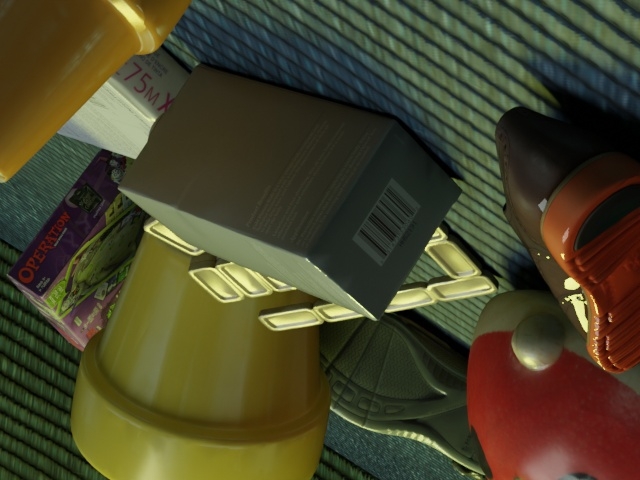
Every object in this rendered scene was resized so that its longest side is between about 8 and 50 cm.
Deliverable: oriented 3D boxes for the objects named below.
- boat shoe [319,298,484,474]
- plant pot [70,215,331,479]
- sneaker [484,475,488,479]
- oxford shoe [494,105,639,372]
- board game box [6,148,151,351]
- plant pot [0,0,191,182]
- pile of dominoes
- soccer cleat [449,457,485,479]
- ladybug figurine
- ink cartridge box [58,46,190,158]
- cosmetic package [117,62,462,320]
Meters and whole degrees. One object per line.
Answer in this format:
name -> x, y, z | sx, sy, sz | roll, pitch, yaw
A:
boat shoe -> 0.097, 0.149, 1.909 | 0.320, 0.118, 0.103 | 26, -172, -8
plant pot -> -0.101, 0.095, 1.738 | 0.254, 0.239, 0.254 | 11, -155, -5
sneaker -> 0.310, 0.298, 1.955 | 0.281, 0.162, 0.106 | 49, 157, 34
oxford shoe -> 0.175, -0.001, 1.119 | 0.098, 0.097, 0.271 | 48, 175, 31
board game box -> -0.208, 0.000, 1.813 | 0.056, 0.208, 0.347 | 30, 169, 8
plant pot -> -0.217, -0.151, 1.200 | 0.205, 0.188, 0.205 | 30, 169, 6
pile of dominoes -> 0.000, 0.000, 1.518 | 0.251, 0.040, 0.196 | -12, 142, 30
soccer cleat -> 0.286, 0.272, 2.069 | 0.289, 0.093, 0.121 | 24, -162, 14
ladybug figurine -> 0.266, 0.194, 1.498 | 0.305, 0.162, 0.449 | 20, 164, 48
ink cartridge box -> -0.215, -0.144, 1.565 | 0.311, 0.065, 0.186 | 16, 160, 46
cosmetic package -> -0.029, -0.041, 1.350 | 0.238, 0.127, 0.107 | 22, 165, 49
